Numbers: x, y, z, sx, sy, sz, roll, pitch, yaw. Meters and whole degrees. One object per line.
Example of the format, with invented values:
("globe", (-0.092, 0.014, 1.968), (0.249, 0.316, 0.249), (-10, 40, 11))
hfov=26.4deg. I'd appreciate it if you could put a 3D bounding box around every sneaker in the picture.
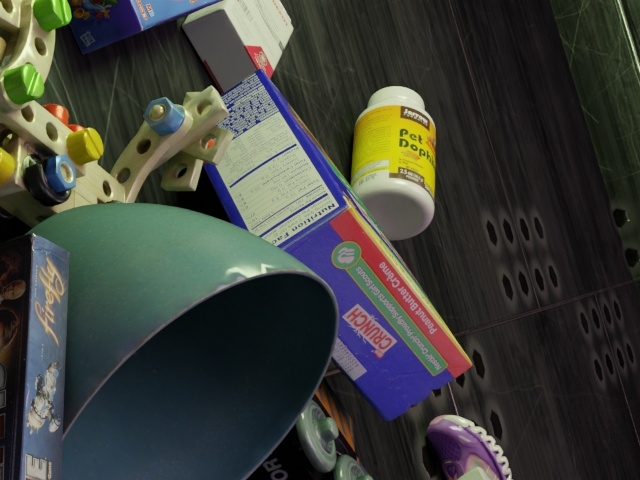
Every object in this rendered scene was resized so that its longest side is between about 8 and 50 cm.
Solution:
("sneaker", (0.211, 0.350, 1.865), (0.104, 0.095, 0.236), (-37, 100, -32))

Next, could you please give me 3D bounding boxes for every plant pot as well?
("plant pot", (-0.157, 0.081, 1.089), (0.195, 0.290, 0.290), (42, 11, 28))

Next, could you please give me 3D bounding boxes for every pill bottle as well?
("pill bottle", (0.102, -0.113, 1.905), (0.117, 0.117, 0.215), (50, 32, -40))

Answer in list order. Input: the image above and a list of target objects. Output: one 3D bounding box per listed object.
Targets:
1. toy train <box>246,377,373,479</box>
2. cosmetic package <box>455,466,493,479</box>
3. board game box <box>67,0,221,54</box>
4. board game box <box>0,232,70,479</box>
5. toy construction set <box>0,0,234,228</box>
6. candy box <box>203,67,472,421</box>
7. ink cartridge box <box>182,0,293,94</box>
("toy train", (-0.049, 0.173, 1.380), (0.334, 0.142, 0.190), (57, 19, -31))
("cosmetic package", (0.213, 0.474, 1.464), (0.453, 0.230, 0.161), (51, 9, -31))
("board game box", (-0.233, -0.388, 1.429), (0.347, 0.078, 0.233), (68, 25, -9))
("board game box", (-0.251, 0.129, 0.932), (0.042, 0.165, 0.243), (39, 40, -51))
("toy construction set", (-0.223, -0.104, 1.194), (0.327, 0.151, 0.215), (27, 49, -43))
("candy box", (0.000, 0.000, 1.462), (0.268, 0.122, 0.317), (52, 5, -37))
("ink cartridge box", (-0.097, -0.257, 1.646), (0.109, 0.063, 0.150), (59, 27, -26))
